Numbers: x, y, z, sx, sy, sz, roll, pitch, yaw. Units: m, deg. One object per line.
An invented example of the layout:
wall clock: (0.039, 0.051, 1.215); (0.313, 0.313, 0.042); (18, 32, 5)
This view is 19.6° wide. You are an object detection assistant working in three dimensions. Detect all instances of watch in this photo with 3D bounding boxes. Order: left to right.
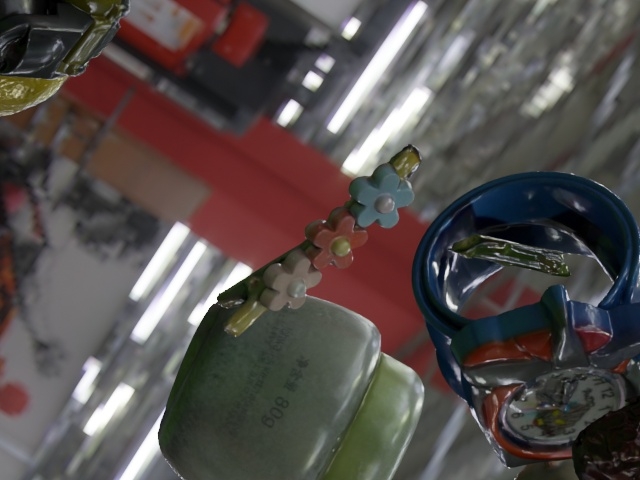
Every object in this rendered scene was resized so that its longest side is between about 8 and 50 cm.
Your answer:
watch: (0.255, 0.052, 1.869); (0.305, 0.241, 0.274); (-20, -133, 1)

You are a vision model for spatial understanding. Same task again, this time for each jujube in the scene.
jujube: (0.294, 0.171, 1.577); (0.166, 0.104, 0.104); (-10, -151, 20)

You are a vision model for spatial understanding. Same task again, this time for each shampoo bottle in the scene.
shampoo bottle: (-0.046, 0.229, 2.455); (0.322, 0.317, 0.322); (-61, -175, 9)

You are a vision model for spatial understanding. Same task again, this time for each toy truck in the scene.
toy truck: (-0.267, -0.241, 1.569); (0.165, 0.224, 0.147); (-19, 159, -51)

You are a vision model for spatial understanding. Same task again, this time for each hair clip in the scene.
hair clip: (0.002, 0.004, 1.499); (0.214, 0.062, 0.056); (-37, -134, 9)

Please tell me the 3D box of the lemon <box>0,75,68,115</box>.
lemon: (-0.375, -0.232, 2.152); (0.203, 0.178, 0.178); (-28, -153, 47)

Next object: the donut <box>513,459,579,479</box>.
donut: (0.355, 0.339, 1.921); (0.382, 0.382, 0.142); (-87, -157, -74)

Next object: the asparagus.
asparagus: (0.150, 0.011, 1.459); (0.025, 0.108, 0.021); (-173, -86, -68)
